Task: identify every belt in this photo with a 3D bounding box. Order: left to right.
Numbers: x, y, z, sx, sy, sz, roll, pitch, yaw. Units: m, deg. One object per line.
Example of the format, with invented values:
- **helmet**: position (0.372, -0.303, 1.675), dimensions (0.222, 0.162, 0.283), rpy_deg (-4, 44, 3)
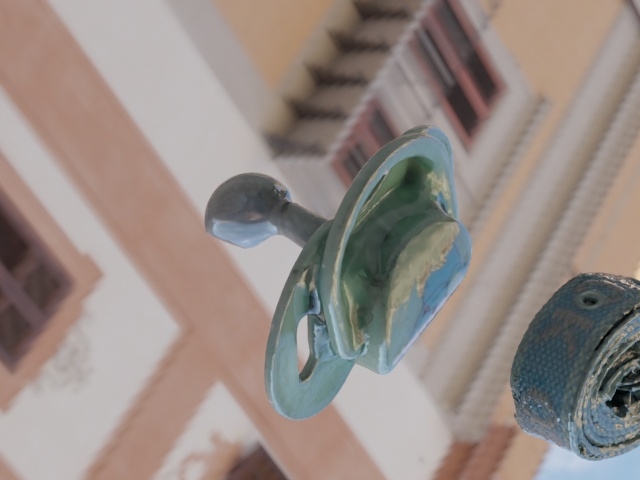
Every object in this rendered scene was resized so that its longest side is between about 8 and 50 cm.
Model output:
- **belt**: position (0.221, 0.096, 1.521), dimensions (0.082, 0.148, 0.163), rpy_deg (23, -133, 36)

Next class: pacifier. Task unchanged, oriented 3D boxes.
- **pacifier**: position (0.000, 0.000, 0.872), dimensions (0.116, 0.127, 0.150), rpy_deg (27, -121, 22)
